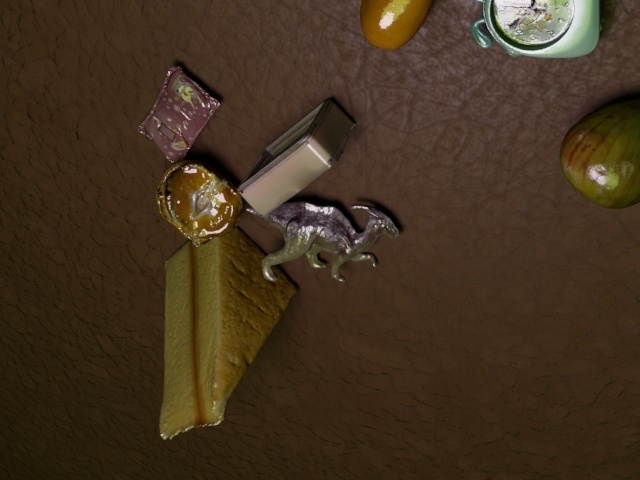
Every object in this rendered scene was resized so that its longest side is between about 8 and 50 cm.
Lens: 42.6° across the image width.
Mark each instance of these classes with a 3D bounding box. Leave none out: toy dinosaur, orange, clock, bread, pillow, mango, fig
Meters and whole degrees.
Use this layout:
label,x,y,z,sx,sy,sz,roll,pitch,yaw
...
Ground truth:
label,x,y,z,sx,sy,sz,roll,pitch,yaw
toy dinosaur,0.003,-0.004,1.539,0.294,0.077,0.162,0,119,7
orange,-0.230,-0.079,1.560,0.160,0.112,0.169,-1,120,-11
clock,0.306,-0.340,1.177,0.189,0.060,0.148,4,125,22
bread,-0.238,0.174,1.582,0.245,0.361,0.233,44,129,-11
pillow,-0.263,-0.228,1.521,0.118,0.043,0.185,41,126,-2
mango,0.121,-0.373,1.226,0.102,0.085,0.184,28,119,9
clock,-0.042,-0.142,1.413,0.071,0.147,0.192,45,129,-15
fig,0.453,-0.175,1.192,0.151,0.151,0.259,26,107,6
